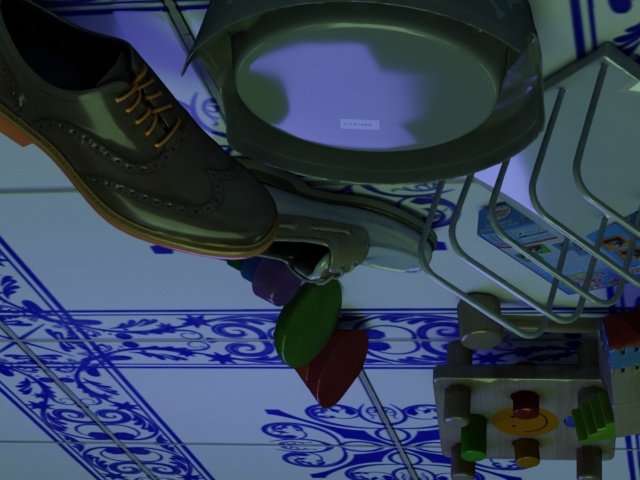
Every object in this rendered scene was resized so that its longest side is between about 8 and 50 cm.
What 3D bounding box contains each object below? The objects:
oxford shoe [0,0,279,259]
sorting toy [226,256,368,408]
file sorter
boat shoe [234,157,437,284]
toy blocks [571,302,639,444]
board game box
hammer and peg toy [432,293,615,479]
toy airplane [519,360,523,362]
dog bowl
[{"bbox_3d":[-0.189,-0.107,1.647,0.363,0.130,0.133,31,145,-7],"label":"oxford shoe"},{"bbox_3d":[-0.048,0.098,2.255,0.126,0.127,0.365,27,164,28],"label":"sorting toy"},{"bbox_3d":[0.256,-0.035,1.725,0.193,0.173,0.277,33,147,-19],"label":"file sorter"},{"bbox_3d":[0.000,0.000,1.981,0.302,0.103,0.113,17,154,-25],"label":"boat shoe"},{"bbox_3d":[0.494,0.121,2.091,0.381,0.191,0.261,-11,146,4],"label":"toy blocks"},{"bbox_3d":[0.311,0.002,2.007,0.160,0.039,0.211,-14,149,36],"label":"board game box"},{"bbox_3d":[0.291,0.218,2.328,0.266,0.127,0.361,1,147,7],"label":"hammer and peg toy"},{"bbox_3d":[0.354,0.211,2.458,0.151,0.028,0.151,12,161,4],"label":"toy airplane"},{"bbox_3d":[0.045,-0.173,1.593,0.349,0.102,0.349,5,156,2],"label":"dog bowl"}]
